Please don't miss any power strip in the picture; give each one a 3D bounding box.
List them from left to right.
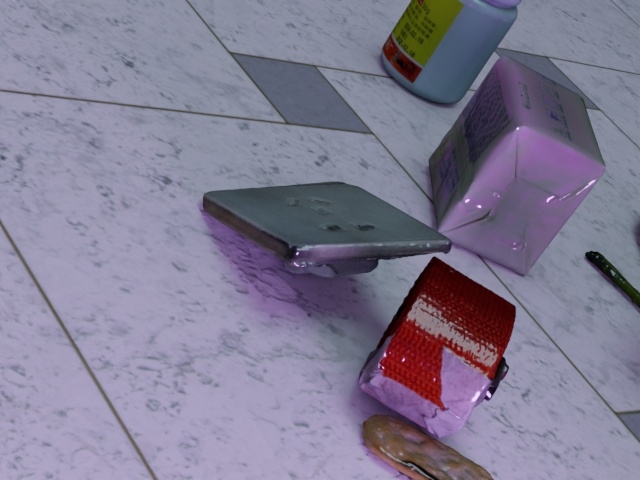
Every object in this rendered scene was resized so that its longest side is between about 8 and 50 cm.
[{"bbox_3d":[0.000,0.000,1.536,0.198,0.065,0.213,-5,20,-30],"label":"power strip"}]

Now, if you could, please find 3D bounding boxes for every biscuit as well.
[{"bbox_3d":[0.102,0.205,1.373,0.147,0.018,0.071,30,25,-2],"label":"biscuit"}]

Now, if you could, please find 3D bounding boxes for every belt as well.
[{"bbox_3d":[0.122,0.104,1.436,0.124,0.128,0.201,31,21,2],"label":"belt"}]

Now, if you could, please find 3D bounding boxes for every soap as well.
[{"bbox_3d":[0.235,-0.093,1.826,0.138,0.182,0.199,25,28,-14],"label":"soap"}]

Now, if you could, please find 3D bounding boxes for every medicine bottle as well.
[{"bbox_3d":[0.194,-0.314,2.107,0.139,0.225,0.139,26,28,-15],"label":"medicine bottle"}]

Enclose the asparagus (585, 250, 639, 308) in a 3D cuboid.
[{"bbox_3d":[0.415,0.090,1.887,0.022,0.023,0.233,-33,57,-11],"label":"asparagus"}]
